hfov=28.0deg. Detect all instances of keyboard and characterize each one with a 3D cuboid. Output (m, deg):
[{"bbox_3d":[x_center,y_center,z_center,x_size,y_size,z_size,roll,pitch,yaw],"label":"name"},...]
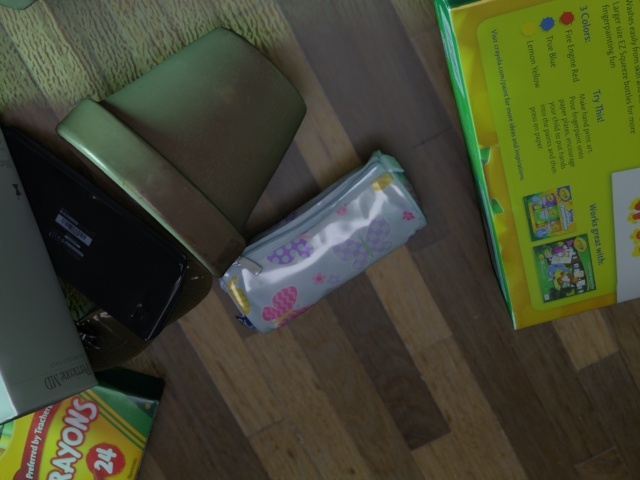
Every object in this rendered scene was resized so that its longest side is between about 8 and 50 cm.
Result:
[{"bbox_3d":[-0.316,0.018,1.593,0.317,0.033,0.201,36,107,16],"label":"keyboard"}]

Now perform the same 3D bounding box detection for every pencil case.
[{"bbox_3d":[0.000,0.000,1.610,0.273,0.113,0.124,-33,123,7],"label":"pencil case"}]

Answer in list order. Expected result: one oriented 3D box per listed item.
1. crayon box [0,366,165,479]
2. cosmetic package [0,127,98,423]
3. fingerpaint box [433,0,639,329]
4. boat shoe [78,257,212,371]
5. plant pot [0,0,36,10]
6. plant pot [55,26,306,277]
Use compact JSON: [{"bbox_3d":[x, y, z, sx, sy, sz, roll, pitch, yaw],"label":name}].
[{"bbox_3d":[-0.386,0.243,1.689,0.318,0.081,0.202,16,105,-5],"label":"crayon box"},{"bbox_3d":[-0.430,0.035,1.504,0.156,0.217,0.385,-24,89,16],"label":"cosmetic package"},{"bbox_3d":[0.351,-0.153,1.490,0.371,0.163,0.445,-15,124,4],"label":"fingerpaint box"},{"bbox_3d":[-0.237,0.089,1.652,0.223,0.073,0.080,-34,112,6],"label":"boat shoe"},{"bbox_3d":[-0.400,-0.408,1.414,0.280,0.323,0.323,33,103,-25],"label":"plant pot"},{"bbox_3d":[-0.142,-0.122,1.524,0.263,0.263,0.229,44,84,-12],"label":"plant pot"}]
